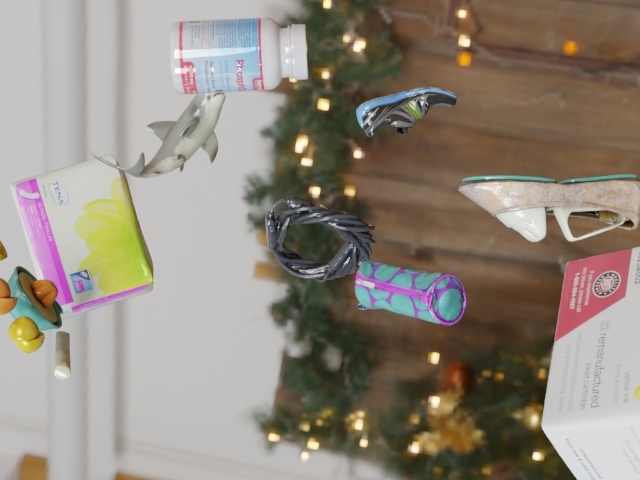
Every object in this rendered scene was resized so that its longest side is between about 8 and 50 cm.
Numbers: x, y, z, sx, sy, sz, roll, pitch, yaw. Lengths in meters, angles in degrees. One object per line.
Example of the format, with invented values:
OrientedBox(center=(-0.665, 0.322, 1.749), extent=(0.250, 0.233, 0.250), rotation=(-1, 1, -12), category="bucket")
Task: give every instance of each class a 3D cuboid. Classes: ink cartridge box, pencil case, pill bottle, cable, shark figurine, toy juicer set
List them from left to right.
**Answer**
OrientedBox(center=(-0.498, 0.128, 2.254), extent=(0.329, 0.089, 0.209), rotation=(54, -178, -43), category="toy juicer set")
OrientedBox(center=(-0.277, -0.173, 2.217), extent=(0.278, 0.116, 0.166), rotation=(-45, -28, -32), category="shark figurine")
OrientedBox(center=(-0.096, -0.220, 1.513), extent=(0.087, 0.160, 0.087), rotation=(-3, -90, -89), category="pill bottle")
OrientedBox(center=(0.000, 0.000, 1.733), extent=(0.184, 0.151, 0.047), rotation=(89, -175, -59), category="cable")
OrientedBox(center=(0.108, 0.064, 1.565), extent=(0.070, 0.152, 0.064), rotation=(9, -90, -40), category="pencil case")
OrientedBox(center=(0.479, 0.130, 1.488), extent=(0.160, 0.385, 0.279), rotation=(53, -142, -32), category="ink cartridge box")

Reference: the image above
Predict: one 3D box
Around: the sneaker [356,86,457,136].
OrientedBox(center=(0.159, -0.234, 2.323), extent=(0.067, 0.188, 0.078), rotation=(-165, 59, -79), category="sneaker")

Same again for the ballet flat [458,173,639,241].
OrientedBox(center=(0.376, -0.052, 2.035), extent=(0.107, 0.316, 0.106), rotation=(150, 119, -78), category="ballet flat")

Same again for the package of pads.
OrientedBox(center=(-0.472, -0.009, 2.554), extent=(0.101, 0.229, 0.296), rotation=(111, 140, -73), category="package of pads")
